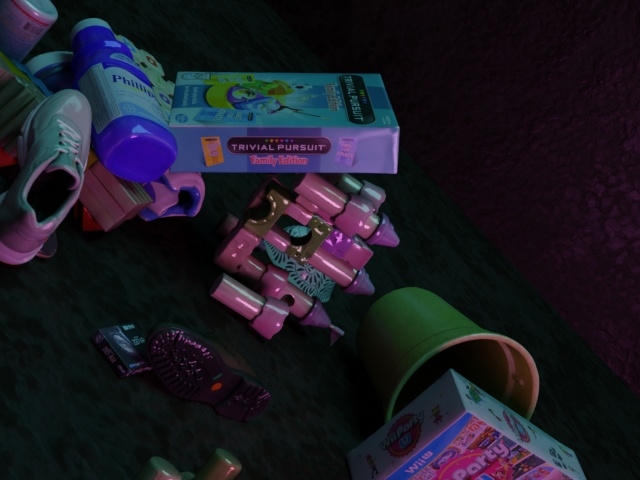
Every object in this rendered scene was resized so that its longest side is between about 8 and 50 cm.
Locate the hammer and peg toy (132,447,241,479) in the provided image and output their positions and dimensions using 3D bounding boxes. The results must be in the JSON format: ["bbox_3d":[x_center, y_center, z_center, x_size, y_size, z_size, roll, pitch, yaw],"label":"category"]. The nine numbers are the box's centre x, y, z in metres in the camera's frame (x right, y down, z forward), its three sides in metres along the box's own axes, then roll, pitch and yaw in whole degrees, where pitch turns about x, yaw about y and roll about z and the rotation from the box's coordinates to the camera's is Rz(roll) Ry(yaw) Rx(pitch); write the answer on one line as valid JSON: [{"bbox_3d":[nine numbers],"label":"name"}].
[{"bbox_3d":[-0.046,0.357,1.108,0.361,0.127,0.266,38,3,15],"label":"hammer and peg toy"}]

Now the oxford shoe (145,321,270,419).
[{"bbox_3d":[-0.162,0.159,1.512,0.227,0.082,0.096,45,10,-47],"label":"oxford shoe"}]

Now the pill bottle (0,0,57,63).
[{"bbox_3d":[-0.469,-0.302,1.684,0.087,0.160,0.087,41,18,-16],"label":"pill bottle"}]

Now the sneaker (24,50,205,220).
[{"bbox_3d":[-0.304,-0.145,1.762,0.322,0.130,0.236,32,17,-51],"label":"sneaker"}]

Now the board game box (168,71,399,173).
[{"bbox_3d":[-0.061,-0.187,1.764,0.335,0.079,0.254,0,26,-4],"label":"board game box"}]

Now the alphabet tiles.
[{"bbox_3d":[-0.353,-0.311,2.193,0.284,0.021,0.278,30,24,-39],"label":"alphabet tiles"}]

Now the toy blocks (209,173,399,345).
[{"bbox_3d":[0.000,0.000,1.882,0.260,0.289,0.309,33,19,-18],"label":"toy blocks"}]

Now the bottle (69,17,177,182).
[{"bbox_3d":[-0.295,-0.209,1.638,0.118,0.092,0.283,24,30,-46],"label":"bottle"}]

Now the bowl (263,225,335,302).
[{"bbox_3d":[-0.018,0.026,2.116,0.170,0.080,0.170,39,19,-16],"label":"bowl"}]

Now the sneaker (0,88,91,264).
[{"bbox_3d":[-0.328,-0.093,1.430,0.099,0.121,0.263,33,51,-30],"label":"sneaker"}]

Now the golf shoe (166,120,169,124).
[{"bbox_3d":[-0.262,-0.153,1.992,0.093,0.077,0.198,26,18,-22],"label":"golf shoe"}]

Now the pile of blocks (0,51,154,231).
[{"bbox_3d":[-0.397,-0.138,1.594,0.362,0.112,0.149,47,8,-23],"label":"pile of blocks"}]

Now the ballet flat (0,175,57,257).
[{"bbox_3d":[-0.405,-0.042,1.459,0.173,0.049,0.057,46,47,-18],"label":"ballet flat"}]

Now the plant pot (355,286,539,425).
[{"bbox_3d":[0.186,0.215,1.931,0.276,0.276,0.254,34,9,-33],"label":"plant pot"}]

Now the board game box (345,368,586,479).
[{"bbox_3d":[0.224,0.351,1.720,0.303,0.224,0.098,34,23,-31],"label":"board game box"}]

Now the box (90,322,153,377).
[{"bbox_3d":[-0.247,0.139,1.454,0.067,0.018,0.083,51,18,13],"label":"box"}]
